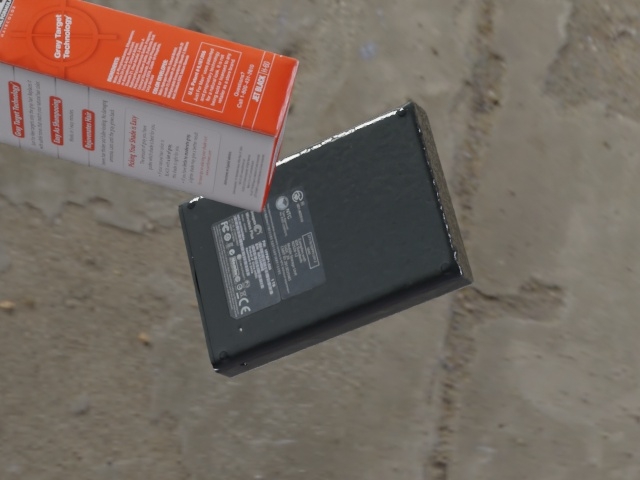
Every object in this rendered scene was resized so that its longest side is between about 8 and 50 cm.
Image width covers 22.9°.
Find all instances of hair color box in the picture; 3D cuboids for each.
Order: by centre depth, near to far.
[{"bbox_3d":[-0.085,-0.062,0.686,0.141,0.072,0.043,15,62,-1],"label":"hair color box"}]

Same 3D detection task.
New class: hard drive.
[{"bbox_3d":[0.000,0.000,0.768,0.135,0.022,0.094,-23,66,21],"label":"hard drive"}]
